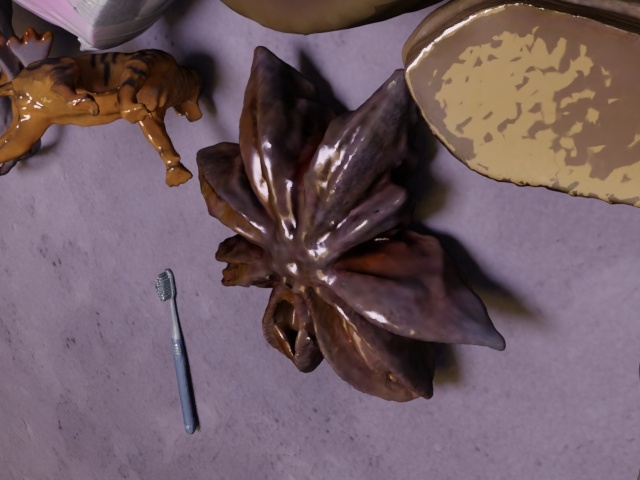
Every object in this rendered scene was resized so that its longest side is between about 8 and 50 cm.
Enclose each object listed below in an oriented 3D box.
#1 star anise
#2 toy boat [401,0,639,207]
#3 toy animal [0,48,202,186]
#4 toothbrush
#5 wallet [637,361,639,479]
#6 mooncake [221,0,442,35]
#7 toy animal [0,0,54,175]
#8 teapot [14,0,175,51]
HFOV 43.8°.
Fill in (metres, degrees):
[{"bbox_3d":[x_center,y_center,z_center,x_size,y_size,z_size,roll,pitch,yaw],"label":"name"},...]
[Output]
[{"bbox_3d":[0.014,-0.003,0.634,0.315,0.108,0.315,17,120,33],"label":"star anise"},{"bbox_3d":[0.133,-0.091,0.480,0.188,0.061,0.116,16,122,17],"label":"toy boat"},{"bbox_3d":[-0.217,-0.114,0.654,0.114,0.255,0.116,108,151,-51],"label":"toy animal"},{"bbox_3d":[-0.165,0.133,0.920,0.016,0.019,0.219,12,120,30],"label":"toothbrush"},{"bbox_3d":[0.300,0.098,0.422,0.252,0.083,0.360,27,144,32],"label":"wallet"},{"bbox_3d":[0.016,-0.269,0.449,0.284,0.155,0.284,21,127,30],"label":"mooncake"},{"bbox_3d":[-0.338,-0.155,0.783,0.302,0.225,0.284,22,143,47],"label":"toy animal"},{"bbox_3d":[-0.167,-0.264,0.641,0.178,0.221,0.163,47,174,-2],"label":"teapot"}]
